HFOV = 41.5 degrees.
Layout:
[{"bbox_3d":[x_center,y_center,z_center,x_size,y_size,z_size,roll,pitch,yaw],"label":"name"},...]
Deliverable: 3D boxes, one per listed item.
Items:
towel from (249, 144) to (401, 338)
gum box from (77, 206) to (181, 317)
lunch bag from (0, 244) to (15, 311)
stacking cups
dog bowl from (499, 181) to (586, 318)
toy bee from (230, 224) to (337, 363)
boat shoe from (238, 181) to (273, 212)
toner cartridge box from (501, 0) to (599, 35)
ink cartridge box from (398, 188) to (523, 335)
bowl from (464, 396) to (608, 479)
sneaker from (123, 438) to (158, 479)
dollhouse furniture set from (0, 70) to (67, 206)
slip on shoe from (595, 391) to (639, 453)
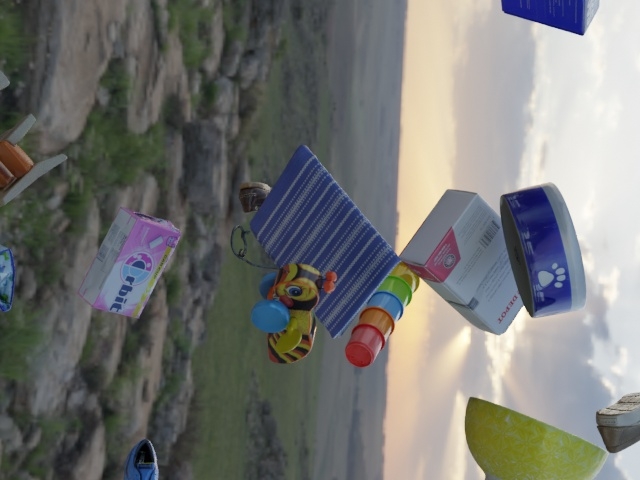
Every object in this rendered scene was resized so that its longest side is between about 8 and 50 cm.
[{"bbox_3d":[0.000,0.000,1.705,0.040,0.336,0.243,-7,141,-48],"label":"towel"},{"bbox_3d":[-0.342,0.037,1.527,0.107,0.062,0.188,23,96,-50],"label":"gum box"},{"bbox_3d":[-0.784,0.084,1.994,0.096,0.129,0.151,-26,123,-38],"label":"lunch bag"},{"bbox_3d":[0.132,0.152,1.812,0.316,0.096,0.096,-52,146,-57],"label":"stacking cups"},{"bbox_3d":[0.444,0.020,1.702,0.265,0.104,0.264,-13,90,-85],"label":"dog bowl"},{"bbox_3d":[-0.046,0.112,1.517,0.298,0.162,0.195,64,28,-57],"label":"toy bee"},{"bbox_3d":[-0.117,-0.086,1.940,0.207,0.073,0.073,3,75,-55],"label":"boat shoe"},{"bbox_3d":[0.382,-0.496,1.414,0.075,0.165,0.348,-60,156,-14],"label":"toner cartridge box"},{"bbox_3d":[0.346,0.051,1.907,0.207,0.283,0.117,-54,-153,-10],"label":"ink cartridge box"},{"bbox_3d":[0.402,0.435,1.671,0.289,0.289,0.156,69,44,-77],"label":"bowl"},{"bbox_3d":[-0.349,0.484,1.637,0.209,0.069,0.082,-100,-154,-44],"label":"sneaker"},{"bbox_3d":[-0.456,-0.138,0.954,0.135,0.259,0.262,-48,112,-30],"label":"dollhouse furniture set"},{"bbox_3d":[0.339,0.188,0.892,0.135,0.051,0.041,-8,88,-44],"label":"slip on shoe"}]
